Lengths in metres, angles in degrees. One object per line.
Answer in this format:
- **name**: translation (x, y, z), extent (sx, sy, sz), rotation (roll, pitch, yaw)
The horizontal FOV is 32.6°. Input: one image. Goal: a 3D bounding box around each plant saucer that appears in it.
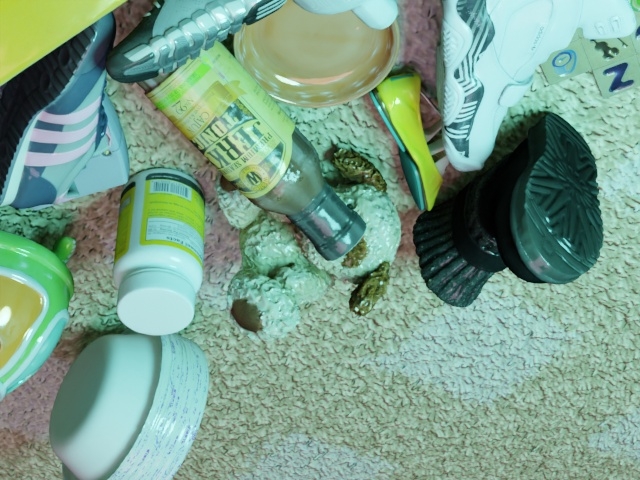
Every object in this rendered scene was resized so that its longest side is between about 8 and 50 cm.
- **plant saucer**: translation (-0.005, -0.244, 1.313), extent (0.199, 0.037, 0.200), rotation (-3, 138, -2)

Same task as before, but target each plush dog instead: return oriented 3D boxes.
- **plush dog**: translation (0.000, 0.000, 1.484), extent (0.225, 0.263, 0.210), rotation (-8, 173, 19)

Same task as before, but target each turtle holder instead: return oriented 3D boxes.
- **turtle holder**: translation (-0.493, 0.108, 1.523), extent (0.320, 0.228, 0.243), rotation (-14, 147, 35)

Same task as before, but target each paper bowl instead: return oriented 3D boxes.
- **paper bowl**: translation (-0.308, 0.259, 1.676), extent (0.148, 0.284, 0.284), rotation (30, 129, -29)

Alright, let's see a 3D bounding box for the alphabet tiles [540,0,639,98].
- **alphabet tiles**: translation (0.370, -0.311, 1.283), extent (0.285, 0.011, 0.342), rotation (-19, 136, 18)

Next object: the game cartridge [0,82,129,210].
- **game cartridge**: translation (-0.369, -0.163, 1.370), extent (0.198, 0.062, 0.297), rotation (-18, 137, 10)

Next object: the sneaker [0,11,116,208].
- **sneaker**: translation (-0.293, -0.160, 1.285), extent (0.131, 0.112, 0.319), rotation (1, 143, -41)

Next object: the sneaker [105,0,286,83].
- **sneaker**: translation (-0.155, -0.271, 1.194), extent (0.228, 0.132, 0.086), rotation (-31, 177, -17)

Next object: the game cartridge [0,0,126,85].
- **game cartridge**: translation (-0.320, -0.322, 1.069), extent (0.323, 0.053, 0.285), rotation (-35, 120, -5)

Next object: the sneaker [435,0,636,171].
- **sneaker**: translation (0.241, -0.226, 1.258), extent (0.210, 0.137, 0.366), rotation (-2, 136, 3)

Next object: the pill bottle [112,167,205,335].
- **pill bottle**: translation (-0.215, 0.015, 1.462), extent (0.119, 0.209, 0.119), rotation (-2, 139, -1)

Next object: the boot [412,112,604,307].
- **boot**: translation (0.224, 0.002, 1.396), extent (0.131, 0.348, 0.260), rotation (45, 121, -9)

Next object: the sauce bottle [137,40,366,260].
- **sauce bottle**: translation (-0.078, -0.116, 1.322), extent (0.111, 0.111, 0.344), rotation (-35, 110, 31)

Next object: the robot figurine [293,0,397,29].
- **robot figurine**: translation (-0.017, -0.361, 1.056), extent (0.300, 0.200, 0.353), rotation (-38, 129, 20)

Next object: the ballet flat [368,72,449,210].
- **ballet flat**: translation (0.132, -0.129, 1.432), extent (0.077, 0.077, 0.231), rotation (-26, 134, 2)
